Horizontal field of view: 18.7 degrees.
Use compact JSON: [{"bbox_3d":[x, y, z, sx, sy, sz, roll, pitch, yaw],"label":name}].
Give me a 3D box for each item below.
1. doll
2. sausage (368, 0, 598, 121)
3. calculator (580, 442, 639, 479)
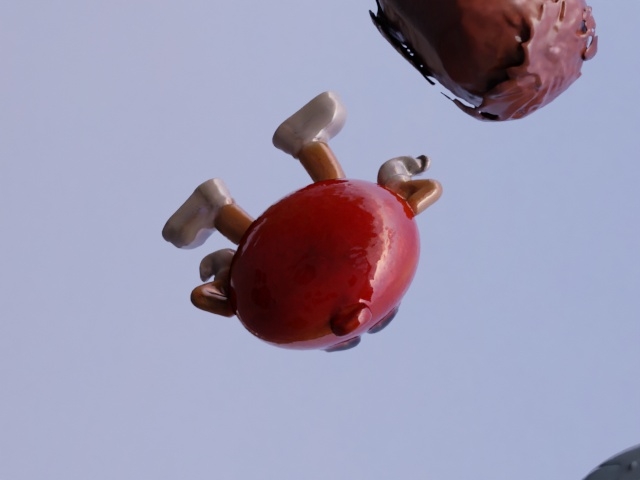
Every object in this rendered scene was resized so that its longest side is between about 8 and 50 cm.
[{"bbox_3d":[0.000,0.000,1.268,0.183,0.085,0.217,-37,-142,-4],"label":"doll"},{"bbox_3d":[0.066,-0.100,0.825,0.076,0.076,0.141,-68,-151,18],"label":"sausage"},{"bbox_3d":[0.174,0.168,0.938,0.303,0.042,0.188,-16,-141,49],"label":"calculator"}]
